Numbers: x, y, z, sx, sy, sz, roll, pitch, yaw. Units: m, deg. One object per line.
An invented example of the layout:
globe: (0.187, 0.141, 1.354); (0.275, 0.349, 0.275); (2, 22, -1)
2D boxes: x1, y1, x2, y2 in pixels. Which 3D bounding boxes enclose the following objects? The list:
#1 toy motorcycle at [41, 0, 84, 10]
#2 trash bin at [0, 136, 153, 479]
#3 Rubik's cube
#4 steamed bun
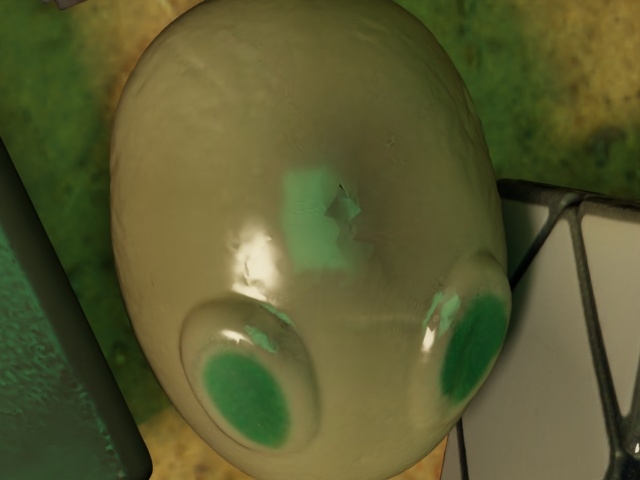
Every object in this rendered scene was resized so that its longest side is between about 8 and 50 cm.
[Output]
toy motorcycle: (-0.037, -0.161, 0.717); (0.213, 0.082, 0.122); (-22, 102, 0)
trash bin: (-0.191, 0.028, 0.685); (0.176, 0.101, 0.236); (-29, 104, -11)
Rubik's cube: (0.184, 0.091, 0.732); (0.205, 0.207, 0.205); (9, 95, -14)
steamed bun: (0.000, 0.000, 0.714); (0.177, 0.131, 0.228); (-6, 95, -15)
